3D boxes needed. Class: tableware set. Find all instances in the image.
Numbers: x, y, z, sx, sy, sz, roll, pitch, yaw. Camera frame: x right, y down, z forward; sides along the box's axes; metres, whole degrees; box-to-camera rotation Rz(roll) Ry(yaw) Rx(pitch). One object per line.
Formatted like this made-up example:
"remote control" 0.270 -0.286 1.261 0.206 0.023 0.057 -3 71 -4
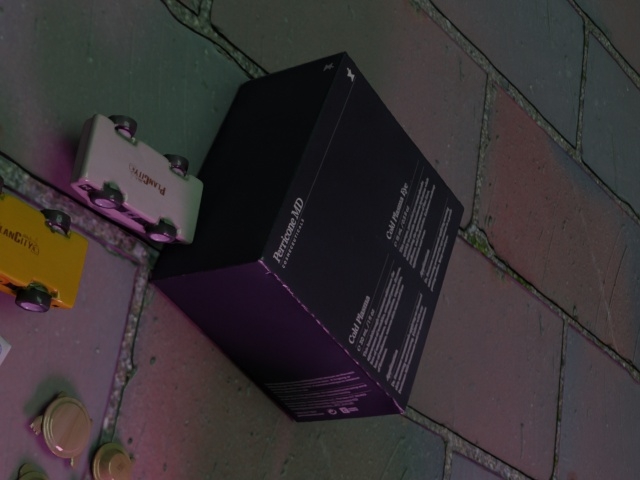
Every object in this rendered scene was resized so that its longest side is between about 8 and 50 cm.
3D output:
"tableware set" -0.255 0.253 1.276 0.169 0.020 0.141 48 46 -34

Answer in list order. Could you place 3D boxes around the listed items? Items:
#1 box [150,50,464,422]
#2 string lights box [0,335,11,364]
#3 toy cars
"box" 0.000 0.000 1.538 0.312 0.179 0.343 50 46 -34
"string lights box" -0.406 0.044 1.038 0.260 0.133 0.077 50 46 -32
"toy cars" -0.272 -0.030 1.278 0.393 0.087 0.176 -32 112 -54
